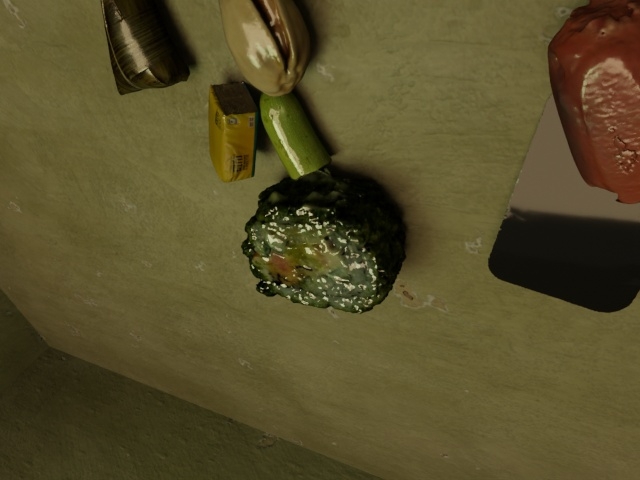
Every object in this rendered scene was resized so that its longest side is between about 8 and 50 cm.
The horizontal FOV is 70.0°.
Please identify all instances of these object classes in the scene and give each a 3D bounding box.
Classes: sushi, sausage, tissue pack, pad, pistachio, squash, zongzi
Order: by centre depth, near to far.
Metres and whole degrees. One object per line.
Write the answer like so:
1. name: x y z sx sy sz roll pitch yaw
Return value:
1. sausage: 0.391 -0.174 0.590 0.152 0.152 0.279 -12 119 40
2. pad: 0.480 -0.054 0.750 0.315 0.063 0.375 20 126 18
3. pistachio: -0.095 -0.350 0.762 0.144 0.144 0.214 -4 116 35
4. squash: -0.062 -0.218 0.898 0.095 0.095 0.187 -11 118 39
5. zongzi: -0.404 -0.419 0.918 0.241 0.111 0.247 5 126 38
6. tissue pack: -0.182 -0.220 0.936 0.169 0.082 0.119 104 147 -47
7. sushi: 0.000 0.000 0.988 0.352 0.178 0.293 4 131 30
